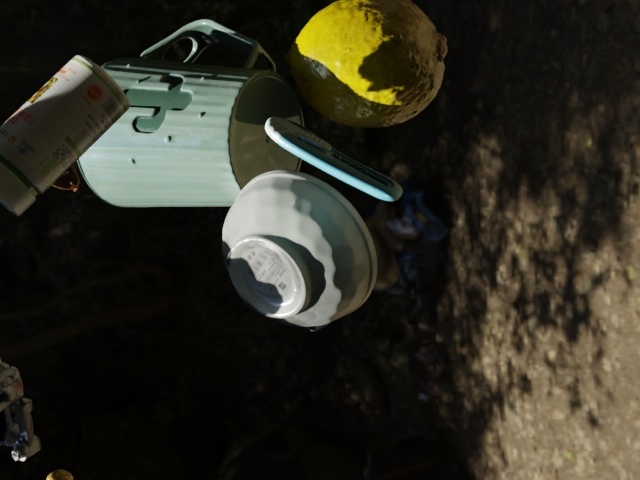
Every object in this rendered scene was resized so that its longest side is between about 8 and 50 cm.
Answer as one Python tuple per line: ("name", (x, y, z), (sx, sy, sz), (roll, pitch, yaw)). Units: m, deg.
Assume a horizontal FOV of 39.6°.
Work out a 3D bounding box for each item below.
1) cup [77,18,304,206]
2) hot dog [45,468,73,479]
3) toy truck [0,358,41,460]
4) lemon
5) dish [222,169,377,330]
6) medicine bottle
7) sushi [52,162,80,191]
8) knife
("cup", (-0.260, -0.255, 1.786), (0.310, 0.392, 0.401), (-9, -77, -59))
("hot dog", (-0.322, 0.324, 1.037), (0.028, 0.044, 0.137), (38, 105, 35))
("toy truck", (-0.535, 0.249, 1.377), (0.161, 0.177, 0.213), (-39, -50, -54))
("lemon", (0.089, -0.346, 1.733), (0.268, 0.321, 0.268), (1, -90, -68))
("dish", (-0.058, 0.036, 1.418), (0.120, 0.303, 0.303), (-42, -34, -48))
("medicine bottle", (-0.310, -0.121, 1.013), (0.086, 0.183, 0.086), (38, 165, 12))
("sushi", (-0.447, -0.128, 1.477), (0.052, 0.120, 0.055), (-53, 36, 9))
("knife", (0.018, -0.119, 1.266), (0.064, 0.222, 0.031), (-49, -14, -53))
